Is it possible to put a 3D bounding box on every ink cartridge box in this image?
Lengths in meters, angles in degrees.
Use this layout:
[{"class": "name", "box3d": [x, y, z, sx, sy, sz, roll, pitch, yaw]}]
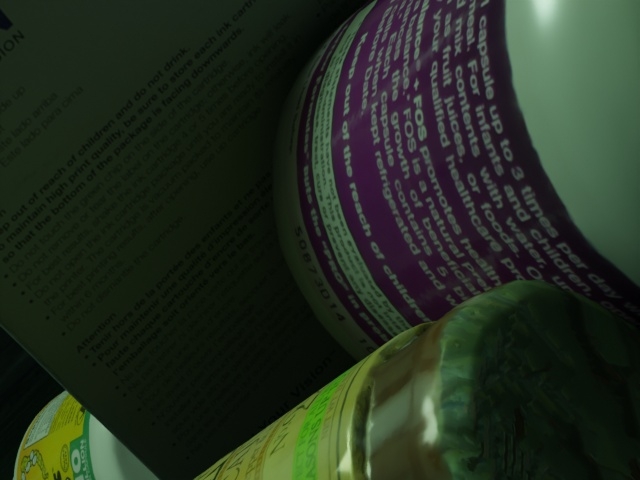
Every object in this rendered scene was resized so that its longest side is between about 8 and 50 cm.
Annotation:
[{"class": "ink cartridge box", "box3d": [0.003, -0.064, 0.725, 0.324, 0.330, 0.071, -45, 41, -9]}]

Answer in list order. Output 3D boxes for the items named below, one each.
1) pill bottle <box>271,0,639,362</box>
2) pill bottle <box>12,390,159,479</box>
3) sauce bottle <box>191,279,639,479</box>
[{"class": "pill bottle", "box3d": [0.108, -0.043, 0.547, 0.169, 0.169, 0.301, -48, 8, -21]}, {"class": "pill bottle", "box3d": [-0.095, 0.123, 0.950, 0.117, 0.117, 0.208, -49, 9, -29]}, {"class": "sauce bottle", "box3d": [-0.029, 0.134, 0.558, 0.344, 0.111, 0.111, -39, 9, 39]}]
